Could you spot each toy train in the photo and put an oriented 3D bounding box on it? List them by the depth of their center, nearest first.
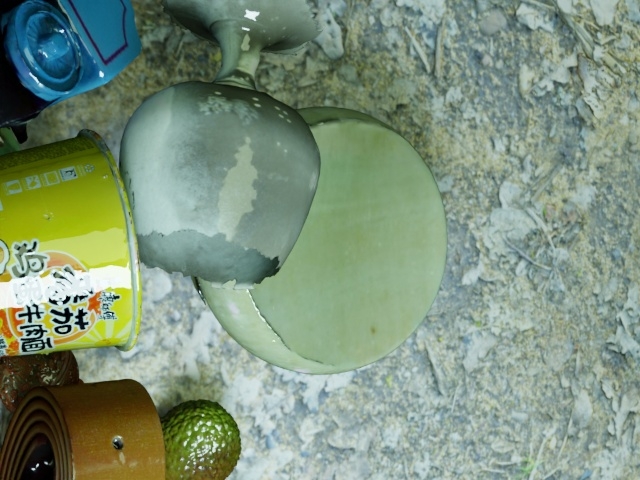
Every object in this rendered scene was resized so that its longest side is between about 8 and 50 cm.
[{"bbox_3d":[-0.344,-0.267,1.397,0.300,0.188,0.265,62,29,-20],"label":"toy train"}]

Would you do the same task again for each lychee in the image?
[{"bbox_3d":[-0.155,0.258,1.616,0.114,0.146,0.114,15,46,-16],"label":"lychee"}]

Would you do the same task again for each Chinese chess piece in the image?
[{"bbox_3d":[0.000,0.000,1.693,0.349,0.146,0.349,-2,93,-33],"label":"Chinese chess piece"}]

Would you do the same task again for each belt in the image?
[{"bbox_3d":[-0.273,0.299,1.446,0.122,0.217,0.338,-1,134,-32],"label":"belt"}]

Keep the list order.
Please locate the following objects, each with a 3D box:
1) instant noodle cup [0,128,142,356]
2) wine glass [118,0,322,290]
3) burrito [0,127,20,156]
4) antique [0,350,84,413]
[{"bbox_3d":[-0.328,0.018,1.425,0.200,0.264,0.264,-12,98,-24],"label":"instant noodle cup"},{"bbox_3d":[-0.108,-0.122,1.462,0.238,0.238,0.323,22,68,-32],"label":"wine glass"},{"bbox_3d":[-0.439,-0.187,1.458,0.104,0.054,0.288,-34,110,-26],"label":"burrito"},{"bbox_3d":[-0.329,0.159,1.508,0.104,0.104,0.104,-1,92,-33],"label":"antique"}]
